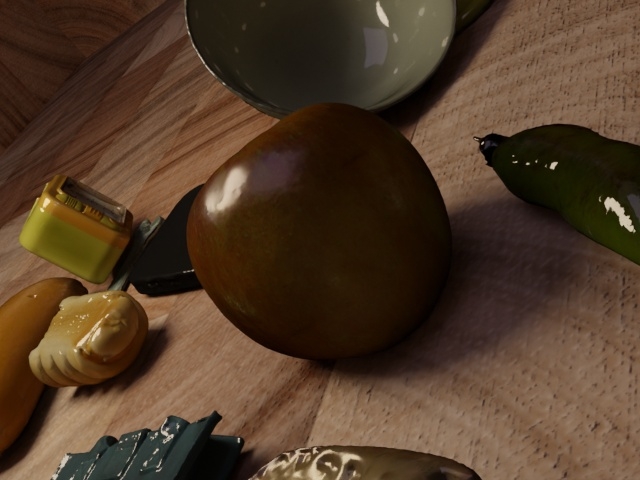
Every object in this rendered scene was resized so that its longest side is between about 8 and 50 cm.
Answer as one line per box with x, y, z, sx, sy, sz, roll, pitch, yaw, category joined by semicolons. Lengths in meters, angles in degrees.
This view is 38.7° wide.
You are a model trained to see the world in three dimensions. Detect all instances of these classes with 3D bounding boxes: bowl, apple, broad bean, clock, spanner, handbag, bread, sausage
-0.001;-0.259;1.183;0.337;0.337;0.157;-52;-14;-22;bowl
0.000;0.000;0.795;0.237;0.207;0.237;-36;6;4;apple
0.208;-0.043;0.695;0.077;0.061;0.339;-48;23;3;broad bean
-0.358;-0.021;1.358;0.096;0.143;0.202;-61;16;6;clock
-0.289;0.063;1.303;0.071;0.017;0.302;-24;30;33;spanner
-0.179;0.238;0.800;0.229;0.062;0.179;-23;27;36;handbag
-0.277;0.122;1.102;0.177;0.084;0.119;-12;39;47;bread
-0.412;0.151;1.228;0.134;0.116;0.354;-42;18;24;sausage

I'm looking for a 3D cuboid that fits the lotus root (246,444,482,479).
-0.021;0.215;0.589;0.261;0.074;0.170;-43;21;-5;lotus root

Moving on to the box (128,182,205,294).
-0.158;-0.013;1.203;0.212;0.042;0.201;-12;38;46;box

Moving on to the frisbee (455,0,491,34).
0.159;-0.321;1.287;0.236;0.017;0.236;-33;26;18;frisbee
